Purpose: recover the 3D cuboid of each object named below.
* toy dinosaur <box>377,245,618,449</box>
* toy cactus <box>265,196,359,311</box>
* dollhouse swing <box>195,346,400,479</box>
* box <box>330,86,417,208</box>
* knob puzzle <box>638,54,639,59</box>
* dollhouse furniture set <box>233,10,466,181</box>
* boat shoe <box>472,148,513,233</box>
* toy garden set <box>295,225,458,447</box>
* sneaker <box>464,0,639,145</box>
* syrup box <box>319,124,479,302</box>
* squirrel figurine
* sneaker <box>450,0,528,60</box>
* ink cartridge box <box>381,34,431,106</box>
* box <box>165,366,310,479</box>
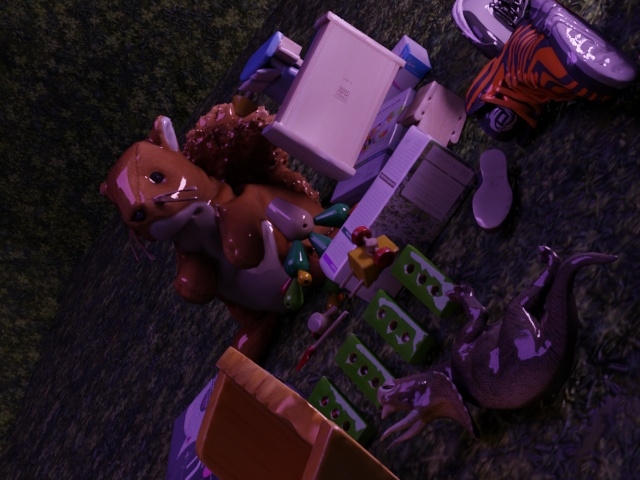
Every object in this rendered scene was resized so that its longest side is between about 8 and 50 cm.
[{"bbox_3d":[0.196,0.108,1.033,0.314,0.121,0.160,-30,45,45],"label":"toy dinosaur"},{"bbox_3d":[0.000,0.000,1.559,0.219,0.180,0.112,-51,-15,-4],"label":"toy cactus"},{"bbox_3d":[-0.046,0.332,1.011,0.305,0.315,0.347,-49,18,-8],"label":"dollhouse swing"},{"bbox_3d":[0.096,-0.151,1.749,0.145,0.038,0.186,-27,35,56],"label":"box"},{"bbox_3d":[0.408,-0.240,1.081,0.213,0.030,0.213,-46,4,4],"label":"knob puzzle"},{"bbox_3d":[0.010,-0.165,1.616,0.198,0.286,0.303,-65,18,-17],"label":"dollhouse furniture set"},{"bbox_3d":[0.214,-0.055,1.303,0.043,0.049,0.137,81,-167,-45],"label":"boat shoe"},{"bbox_3d":[0.064,0.115,1.334,0.244,0.049,0.204,-58,42,11],"label":"toy garden set"},{"bbox_3d":[0.272,-0.184,1.277,0.180,0.125,0.321,-55,8,20],"label":"sneaker"},{"bbox_3d":[0.106,-0.030,1.447,0.236,0.093,0.096,-55,19,7],"label":"syrup box"},{"bbox_3d":[-0.172,-0.057,1.745,0.281,0.371,0.397,-46,21,34],"label":"squirrel figurine"},{"bbox_3d":[0.267,-0.364,1.573,0.108,0.100,0.271,-36,28,37],"label":"sneaker"},{"bbox_3d":[0.133,-0.287,1.845,0.122,0.052,0.088,-50,20,24],"label":"ink cartridge box"},{"bbox_3d":[-0.110,0.299,1.394,0.163,0.142,0.247,-49,21,24],"label":"box"}]
